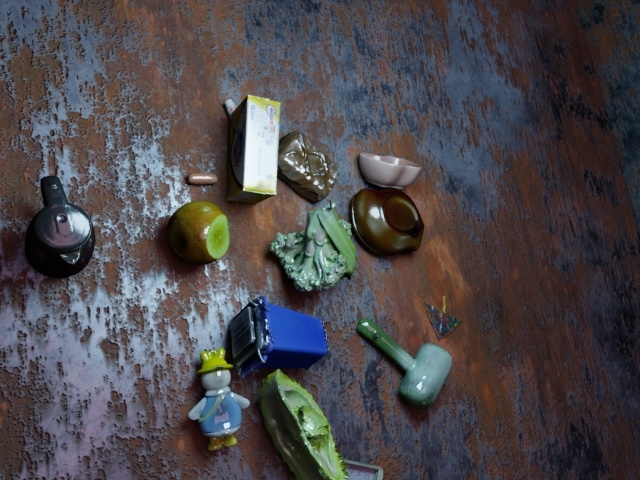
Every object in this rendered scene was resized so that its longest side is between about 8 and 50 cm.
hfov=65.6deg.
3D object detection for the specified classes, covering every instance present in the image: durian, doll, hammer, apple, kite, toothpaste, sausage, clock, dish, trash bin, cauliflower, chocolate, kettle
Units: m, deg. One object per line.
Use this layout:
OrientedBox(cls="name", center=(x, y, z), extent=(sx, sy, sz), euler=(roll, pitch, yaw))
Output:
OrientedBox(cls="durian", center=(-0.051, 0.502, 1.265), extent=(0.157, 0.169, 0.356), euler=(-33, 83, -5))
OrientedBox(cls="doll", center=(-0.254, 0.392, 1.237), extent=(0.135, 0.099, 0.241), euler=(-10, 79, 8))
OrientedBox(cls="hammer", center=(0.250, 0.353, 1.541), extent=(0.335, 0.119, 0.206), euler=(41, 59, -8))
OrientedBox(cls="apple", center=(-0.306, -0.024, 1.275), extent=(0.147, 0.163, 0.147), euler=(-26, 134, -43))
OrientedBox(cls="kite", center=(0.419, 0.266, 1.710), extent=(0.189, 0.010, 0.159), euler=(29, 63, -23))
OrientedBox(cls="toothpaste", center=(-0.222, -0.317, 1.477), extent=(0.052, 0.033, 0.218), euler=(-34, 100, -34))
OrientedBox(cls="sausage", center=(-0.327, -0.171, 1.374), extent=(0.083, 0.034, 0.034), euler=(-2, 78, -30))
OrientedBox(cls="clock", center=(0.071, 0.682, 1.366), extent=(0.191, 0.071, 0.147), euler=(23, 67, -24))
OrientedBox(cls="dish", center=(0.226, -0.227, 1.655), extent=(0.213, 0.213, 0.091), euler=(1, 110, -30))
OrientedBox(cls="trash bin", center=(-0.106, 0.267, 1.306), extent=(0.234, 0.162, 0.184), euler=(17, 45, -35))
OrientedBox(cls="cauliflower", center=(0.000, 0.000, 1.389), extent=(0.256, 0.238, 0.316), euler=(-31, 137, -34))
OrientedBox(cls="chocolate", center=(-0.047, -0.232, 1.515), extent=(0.214, 0.093, 0.149), euler=(39, 58, -19))
OrientedBox(cls="kettle", center=(-0.565, -0.029, 1.083), extent=(0.143, 0.232, 0.202), euler=(-8, 81, -32))

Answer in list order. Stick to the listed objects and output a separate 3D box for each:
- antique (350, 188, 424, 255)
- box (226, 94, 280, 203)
OrientedBox(cls="antique", center=(0.224, -0.064, 1.612), extent=(0.278, 0.129, 0.224), euler=(34, 61, -21))
OrientedBox(cls="box", center=(-0.188, -0.246, 1.381), extent=(0.097, 0.168, 0.266), euler=(5, 85, -26))
